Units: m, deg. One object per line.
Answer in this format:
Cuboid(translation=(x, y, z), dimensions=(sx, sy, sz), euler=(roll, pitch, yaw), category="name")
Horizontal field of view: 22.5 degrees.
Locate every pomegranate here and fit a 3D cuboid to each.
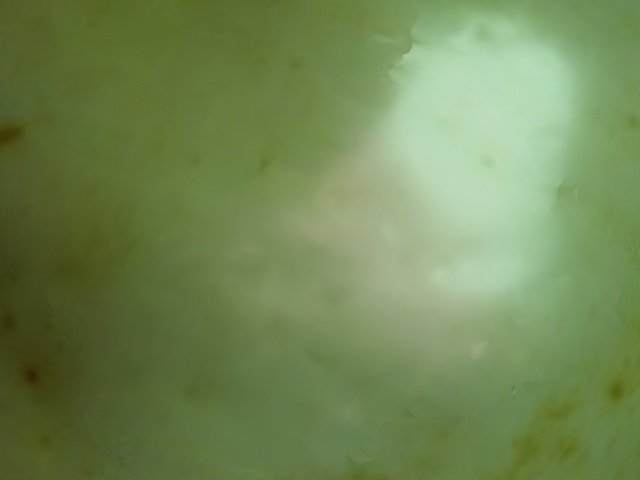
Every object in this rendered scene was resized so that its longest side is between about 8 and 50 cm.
Cuboid(translation=(0.000, 0.000, 0.609), dimensions=(0.411, 0.411, 0.411), euler=(-2, 95, -23), category="pomegranate")
